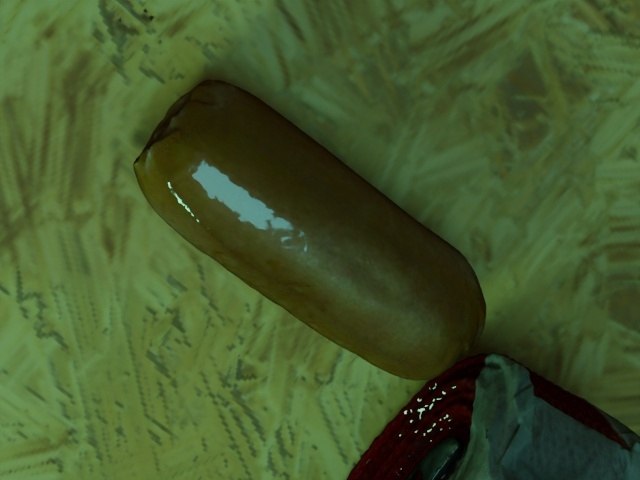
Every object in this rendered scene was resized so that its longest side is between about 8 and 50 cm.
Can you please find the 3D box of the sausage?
[{"bbox_3d":[0.000,0.000,0.728,0.197,0.076,0.076,36,98,-22],"label":"sausage"}]

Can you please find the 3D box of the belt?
[{"bbox_3d":[0.081,0.161,0.772,0.124,0.128,0.201,31,104,-21],"label":"belt"}]
